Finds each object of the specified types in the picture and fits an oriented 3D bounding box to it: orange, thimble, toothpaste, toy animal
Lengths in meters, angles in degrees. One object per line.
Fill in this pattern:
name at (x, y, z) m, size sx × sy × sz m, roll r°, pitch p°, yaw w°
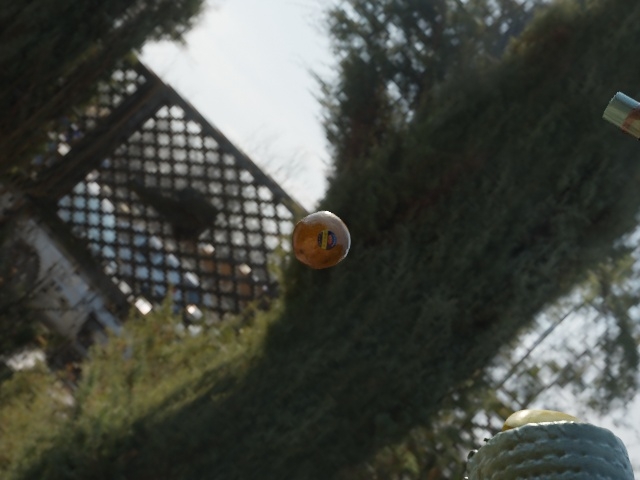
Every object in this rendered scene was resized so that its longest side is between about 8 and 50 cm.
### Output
orange at (0.000, 0.000, 1.385) m, size 0.083 × 0.083 × 0.083 m, roll 46°, pitch -6°, yaw 6°
thimble at (0.151, 0.164, 0.658) m, size 0.084 × 0.110 × 0.062 m, roll 82°, pitch 6°, yaw -46°
toothpaste at (0.390, -0.089, 1.039) m, size 0.205 × 0.036 × 0.056 m, roll 36°, pitch 25°, yaw 20°
toy animal at (0.213, 0.203, 0.899) m, size 0.114 × 0.082 × 0.091 m, roll 24°, pitch 17°, yaw 26°
